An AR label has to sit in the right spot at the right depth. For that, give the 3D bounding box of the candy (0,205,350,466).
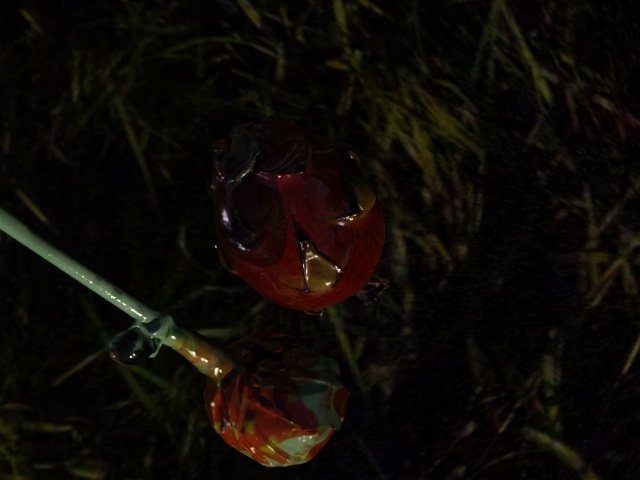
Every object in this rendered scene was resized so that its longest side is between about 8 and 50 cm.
[{"bbox_3d":[-0.090,0.047,0.625,0.084,0.288,0.078,-12,50,41],"label":"candy"}]

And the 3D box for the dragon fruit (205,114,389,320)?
[{"bbox_3d":[0.000,0.000,0.829,0.126,0.246,0.125,-2,66,21],"label":"dragon fruit"}]
